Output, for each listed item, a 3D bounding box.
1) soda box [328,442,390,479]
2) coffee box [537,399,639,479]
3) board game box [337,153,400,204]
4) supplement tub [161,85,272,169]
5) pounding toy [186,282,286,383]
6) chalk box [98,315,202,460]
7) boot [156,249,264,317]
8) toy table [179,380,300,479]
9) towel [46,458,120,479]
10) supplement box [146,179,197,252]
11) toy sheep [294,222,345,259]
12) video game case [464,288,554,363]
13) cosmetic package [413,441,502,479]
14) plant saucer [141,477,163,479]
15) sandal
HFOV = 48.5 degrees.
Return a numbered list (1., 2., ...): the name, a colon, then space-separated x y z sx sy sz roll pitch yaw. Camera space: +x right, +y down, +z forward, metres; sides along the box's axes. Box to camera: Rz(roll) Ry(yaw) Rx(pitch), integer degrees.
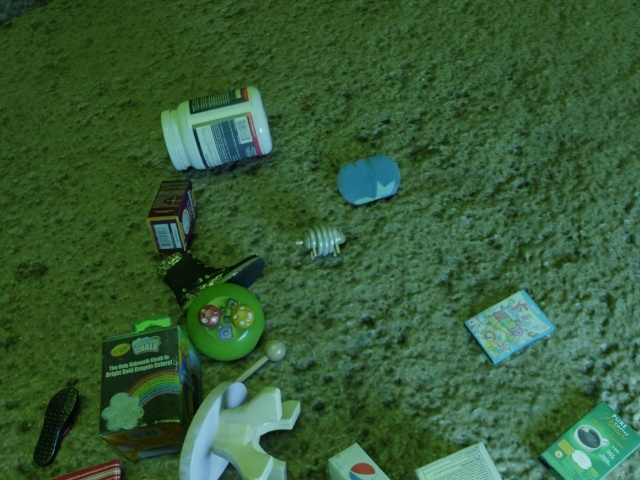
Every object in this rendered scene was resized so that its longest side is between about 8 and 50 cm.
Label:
1. soda box: 0.104 0.498 1.380 0.074 0.069 0.216 -23 38 -25
2. coffee box: 0.549 0.425 1.444 0.184 0.040 0.113 -36 60 -15
3. board game box: 0.130 -0.155 1.892 0.168 0.033 0.133 -17 61 3
4. supplement tub: -0.281 -0.304 1.950 0.272 0.191 0.191 -13 56 -1
5. pounding toy: -0.200 0.200 1.614 0.183 0.110 0.237 -33 82 -15
6. chalk box: -0.369 0.309 1.572 0.180 0.179 0.289 -10 55 3
7. boot: -0.277 0.072 1.770 0.236 0.085 0.178 -35 56 -16
8. toy table: -0.153 0.405 1.452 0.161 0.252 0.274 4 36 16
9. towel: -0.502 0.603 1.455 0.199 0.031 0.275 -18 52 9
10. supplement box: -0.378 -0.065 1.826 0.081 0.104 0.188 -3 36 5
11. toy sheep: 0.000 0.000 1.776 0.132 0.091 0.091 -7 54 -19
12. video game case: 0.431 0.195 1.627 0.166 0.015 0.119 -27 57 -10
13. cosmetic package: 0.303 0.558 1.340 0.153 0.129 0.296 -19 56 -6
14. plant saucer: -0.271 0.628 1.425 0.258 0.048 0.259 4 58 11
15. sandal: -0.599 0.421 1.618 0.067 0.040 0.179 12 74 22
